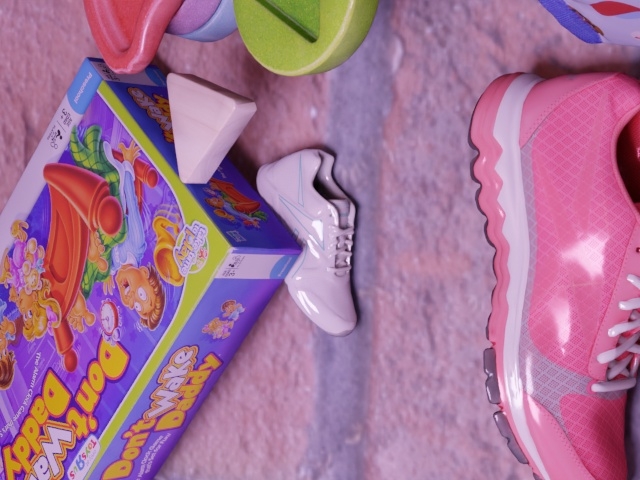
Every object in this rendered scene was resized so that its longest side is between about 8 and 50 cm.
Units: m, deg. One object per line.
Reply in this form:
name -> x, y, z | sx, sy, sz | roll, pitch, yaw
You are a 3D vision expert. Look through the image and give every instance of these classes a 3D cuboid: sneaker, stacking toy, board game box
sneaker -> 0.000, 0.000, 1.362 | 0.061, 0.053, 0.152 | -26, 78, 30
sneaker -> 0.188, 0.032, 1.199 | 0.136, 0.116, 0.314 | -9, 88, 33
stacking toy -> -0.035, -0.213, 1.329 | 0.309, 0.130, 0.280 | -42, 61, 40
board game box -> -0.184, 0.059, 1.441 | 0.233, 0.078, 0.347 | 51, 121, 32

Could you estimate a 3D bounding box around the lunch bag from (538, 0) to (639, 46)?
lunch bag -> 0.295, -0.316, 1.045 | 0.327, 0.239, 0.386 | 11, 83, 34
